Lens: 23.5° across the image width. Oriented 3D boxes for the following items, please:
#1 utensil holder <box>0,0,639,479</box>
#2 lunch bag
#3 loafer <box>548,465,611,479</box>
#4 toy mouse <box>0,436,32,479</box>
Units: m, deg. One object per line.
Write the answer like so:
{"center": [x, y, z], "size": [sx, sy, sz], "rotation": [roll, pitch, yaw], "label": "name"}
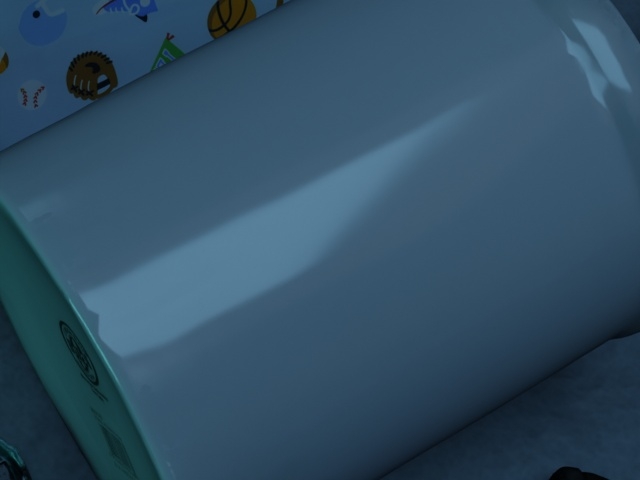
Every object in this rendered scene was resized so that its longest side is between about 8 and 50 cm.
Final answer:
{"center": [0.000, 0.000, 1.036], "size": [0.385, 0.327, 0.328], "rotation": [-28, 75, -19], "label": "utensil holder"}
{"center": [-0.160, -0.167, 1.134], "size": [0.303, 0.243, 0.115], "rotation": [-27, 32, -13], "label": "lunch bag"}
{"center": [0.213, 0.267, 1.095], "size": [0.078, 0.080, 0.220], "rotation": [1, 67, -10], "label": "loafer"}
{"center": [-0.248, 0.191, 1.066], "size": [0.143, 0.031, 0.161], "rotation": [23, 65, 0], "label": "toy mouse"}
